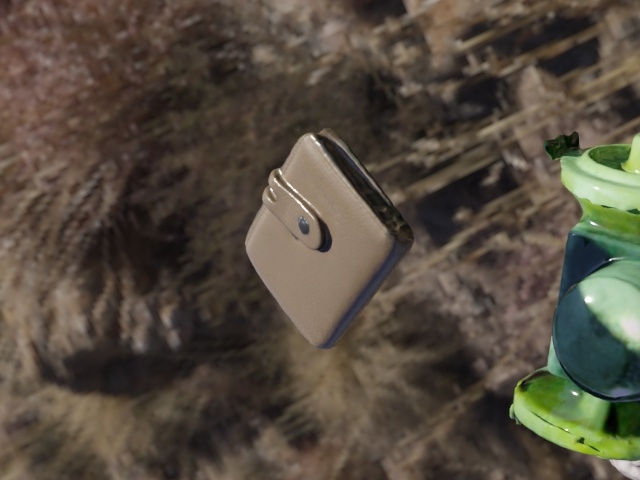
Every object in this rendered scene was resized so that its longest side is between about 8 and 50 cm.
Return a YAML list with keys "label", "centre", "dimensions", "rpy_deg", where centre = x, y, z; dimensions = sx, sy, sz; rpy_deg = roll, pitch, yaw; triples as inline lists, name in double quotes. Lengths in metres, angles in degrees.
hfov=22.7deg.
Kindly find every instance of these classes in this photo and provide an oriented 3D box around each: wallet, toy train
- label: "wallet"
  centre: [0.000, 0.000, 1.146]
  dimensions: [0.118, 0.039, 0.152]
  rpy_deg: [52, 143, 18]
- label: "toy train"
  centre: [0.210, 0.023, 0.734]
  dimensions: [0.188, 0.272, 0.159]
  rpy_deg: [17, 110, 31]

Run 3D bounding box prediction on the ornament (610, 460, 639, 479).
- label: "ornament"
  centre: [0.354, 0.104, 1.392]
  dimensions: [0.259, 0.259, 0.225]
  rpy_deg: [-174, 82, -72]
